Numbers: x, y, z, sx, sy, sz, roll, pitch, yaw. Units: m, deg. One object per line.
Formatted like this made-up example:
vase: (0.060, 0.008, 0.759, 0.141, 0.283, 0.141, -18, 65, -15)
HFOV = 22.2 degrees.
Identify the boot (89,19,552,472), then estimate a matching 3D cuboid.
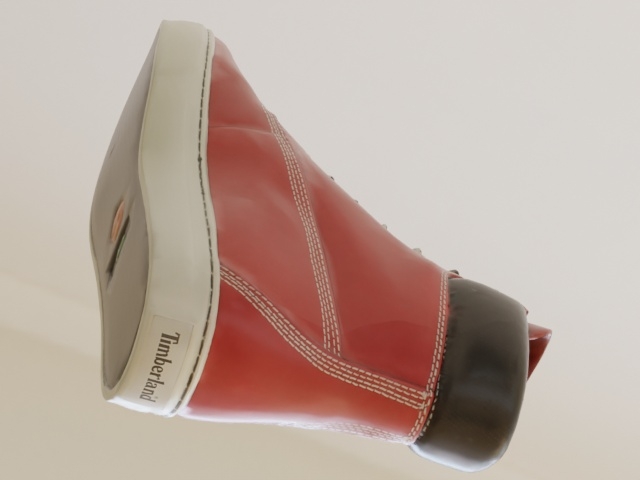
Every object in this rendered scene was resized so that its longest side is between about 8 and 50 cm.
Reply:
boot: (0.000, 0.000, 0.673, 0.176, 0.244, 0.088, 14, -59, -17)
